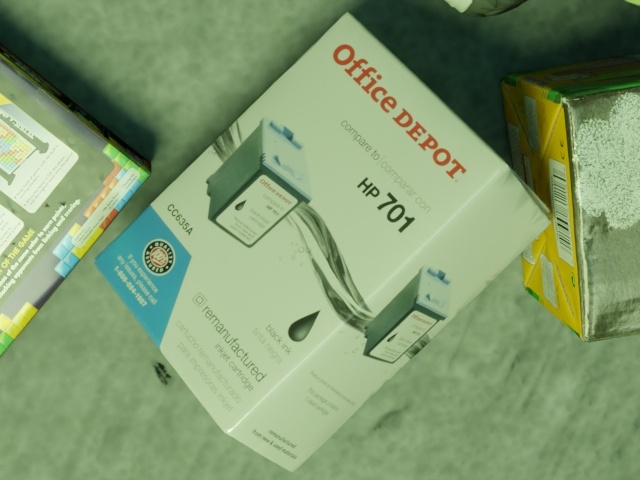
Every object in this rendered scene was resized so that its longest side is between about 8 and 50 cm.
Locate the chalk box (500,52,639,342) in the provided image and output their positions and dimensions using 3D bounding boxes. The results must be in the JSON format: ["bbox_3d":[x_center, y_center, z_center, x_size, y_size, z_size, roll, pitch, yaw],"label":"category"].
[{"bbox_3d":[0.219,-0.036,0.868,0.213,0.132,0.132,-8,101,-6],"label":"chalk box"}]

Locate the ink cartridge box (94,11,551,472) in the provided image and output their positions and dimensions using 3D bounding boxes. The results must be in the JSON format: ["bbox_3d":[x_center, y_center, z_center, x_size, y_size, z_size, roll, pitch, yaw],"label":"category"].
[{"bbox_3d":[0.000,0.000,0.837,0.191,0.139,0.082,-45,147,4],"label":"ink cartridge box"}]

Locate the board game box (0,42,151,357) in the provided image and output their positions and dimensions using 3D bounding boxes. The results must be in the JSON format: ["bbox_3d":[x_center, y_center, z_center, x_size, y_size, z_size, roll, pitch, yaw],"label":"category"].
[{"bbox_3d":[-0.196,-0.017,0.861,0.141,0.048,0.170,40,95,-11],"label":"board game box"}]

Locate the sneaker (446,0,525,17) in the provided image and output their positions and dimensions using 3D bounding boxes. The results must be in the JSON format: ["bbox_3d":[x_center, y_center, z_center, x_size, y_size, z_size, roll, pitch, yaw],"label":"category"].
[{"bbox_3d":[0.157,-0.284,0.817,0.147,0.145,0.385,35,85,-5],"label":"sneaker"}]

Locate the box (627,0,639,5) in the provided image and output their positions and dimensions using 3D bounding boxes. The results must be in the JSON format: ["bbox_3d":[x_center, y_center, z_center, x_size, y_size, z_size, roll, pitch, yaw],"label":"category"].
[{"bbox_3d":[0.192,-0.292,0.701,0.232,0.058,0.322,-28,112,-16],"label":"box"}]
